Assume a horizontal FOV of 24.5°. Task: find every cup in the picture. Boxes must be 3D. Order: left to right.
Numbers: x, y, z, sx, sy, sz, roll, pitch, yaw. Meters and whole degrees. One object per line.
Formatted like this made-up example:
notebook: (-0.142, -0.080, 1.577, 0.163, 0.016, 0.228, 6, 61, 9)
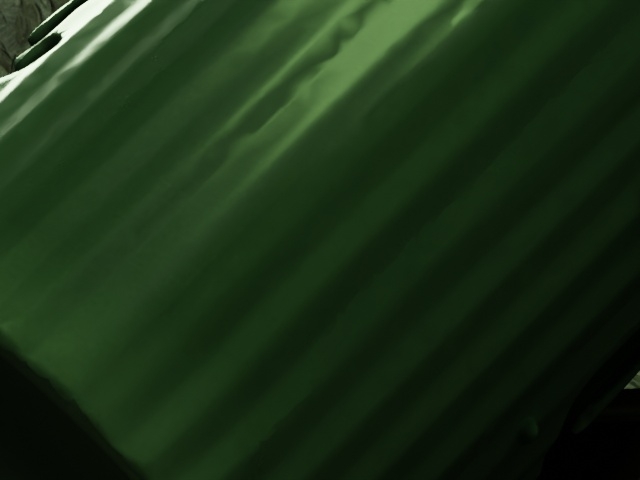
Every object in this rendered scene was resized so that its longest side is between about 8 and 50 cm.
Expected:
cup: (0.019, 0.009, 0.687, 0.310, 0.401, 0.392, 28, 58, 31)

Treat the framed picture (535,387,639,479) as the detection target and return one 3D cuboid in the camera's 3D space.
framed picture: (0.045, 0.156, 0.714, 0.020, 0.211, 0.289, 48, -27, -16)
